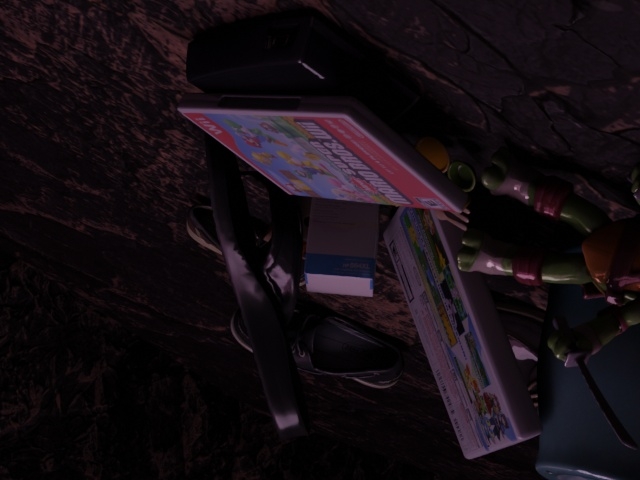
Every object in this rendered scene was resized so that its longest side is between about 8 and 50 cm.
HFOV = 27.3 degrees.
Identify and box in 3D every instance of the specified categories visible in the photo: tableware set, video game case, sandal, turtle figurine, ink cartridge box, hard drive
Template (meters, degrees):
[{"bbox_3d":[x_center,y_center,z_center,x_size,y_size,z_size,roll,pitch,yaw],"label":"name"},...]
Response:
[{"bbox_3d":[0.108,-0.076,1.477,0.154,0.024,0.104,32,136,28],"label":"tableware set"},{"bbox_3d":[0.167,0.101,1.631,0.036,0.329,0.300,-18,169,-9],"label":"video game case"},{"bbox_3d":[-0.060,0.042,1.743,0.107,0.446,0.167,-15,-165,3],"label":"sandal"},{"bbox_3d":[0.264,0.012,1.306,0.266,0.274,0.198,21,131,28],"label":"turtle figurine"},{"bbox_3d":[-0.002,-0.098,1.441,0.285,0.025,0.204,9,159,48],"label":"video game case"},{"bbox_3d":[0.031,-0.009,1.718,0.090,0.143,0.092,5,163,4],"label":"ink cartridge box"},{"bbox_3d":[-0.031,-0.166,1.408,0.172,0.054,0.254,33,163,-30],"label":"hard drive"}]

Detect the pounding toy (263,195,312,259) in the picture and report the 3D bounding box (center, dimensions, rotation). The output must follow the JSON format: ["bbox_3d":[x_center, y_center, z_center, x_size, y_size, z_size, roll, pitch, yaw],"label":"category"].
[{"bbox_3d":[0.000,0.000,1.847,0.141,0.100,0.130,26,166,-6],"label":"pounding toy"}]

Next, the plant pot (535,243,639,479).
[{"bbox_3d":[0.367,0.171,1.511,0.271,0.255,0.271,17,164,5],"label":"plant pot"}]

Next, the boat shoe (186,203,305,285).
[{"bbox_3d":[-0.116,0.007,2.098,0.223,0.080,0.073,27,171,6],"label":"boat shoe"}]

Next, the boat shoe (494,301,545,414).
[{"bbox_3d":[0.344,0.213,1.908,0.355,0.130,0.132,29,141,-3],"label":"boat shoe"}]

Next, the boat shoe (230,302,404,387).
[{"bbox_3d":[0.000,0.188,2.458,0.340,0.127,0.113,23,164,-2],"label":"boat shoe"}]

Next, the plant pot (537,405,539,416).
[{"bbox_3d":[0.458,0.241,1.723,0.290,0.290,0.195,29,129,-18],"label":"plant pot"}]
